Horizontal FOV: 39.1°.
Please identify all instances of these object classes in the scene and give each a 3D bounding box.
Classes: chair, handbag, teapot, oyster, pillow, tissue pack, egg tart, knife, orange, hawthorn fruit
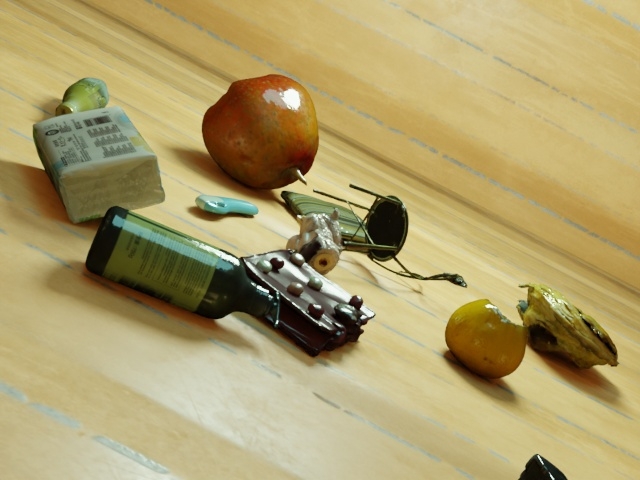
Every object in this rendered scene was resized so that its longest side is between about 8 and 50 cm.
[{"bbox_3d":[0.139,-0.013,1.937,0.326,0.170,0.160,12,-10,-35],"label":"chair"},{"bbox_3d":[-0.028,0.095,1.463,0.216,0.074,0.203,33,16,19],"label":"handbag"},{"bbox_3d":[0.306,0.354,1.153,0.096,0.087,0.177,29,13,-16],"label":"teapot"},{"bbox_3d":[0.337,0.092,2.249,0.083,0.019,0.054,17,18,-36],"label":"oyster"},{"bbox_3d":[0.030,-0.049,2.115,0.208,0.052,0.212,15,16,-33],"label":"pillow"},{"bbox_3d":[-0.364,-0.109,1.482,0.159,0.145,0.229,-16,33,-21],"label":"tissue pack"},{"bbox_3d":[0.546,0.209,2.046,0.297,0.132,0.297,39,4,-3],"label":"egg tart"},{"bbox_3d":[-0.188,-0.067,1.826,0.064,0.031,0.222,29,10,21],"label":"knife"},{"bbox_3d":[0.311,0.180,1.677,0.157,0.134,0.156,25,30,-15],"label":"orange"},{"bbox_3d":[-0.122,-0.232,2.114,0.298,0.277,0.277,54,23,18],"label":"hawthorn fruit"}]

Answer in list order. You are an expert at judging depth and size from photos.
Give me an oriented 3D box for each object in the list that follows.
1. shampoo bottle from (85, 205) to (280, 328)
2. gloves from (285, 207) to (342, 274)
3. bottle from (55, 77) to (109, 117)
[{"bbox_3d":[-0.185,0.048,1.281,0.284,0.101,0.101,23,15,-17],"label":"shampoo bottle"},{"bbox_3d":[-0.004,0.008,1.769,0.094,0.110,0.144,30,41,-25],"label":"gloves"},{"bbox_3d":[-0.512,-0.292,1.917,0.083,0.083,0.269,26,18,-9],"label":"bottle"}]
